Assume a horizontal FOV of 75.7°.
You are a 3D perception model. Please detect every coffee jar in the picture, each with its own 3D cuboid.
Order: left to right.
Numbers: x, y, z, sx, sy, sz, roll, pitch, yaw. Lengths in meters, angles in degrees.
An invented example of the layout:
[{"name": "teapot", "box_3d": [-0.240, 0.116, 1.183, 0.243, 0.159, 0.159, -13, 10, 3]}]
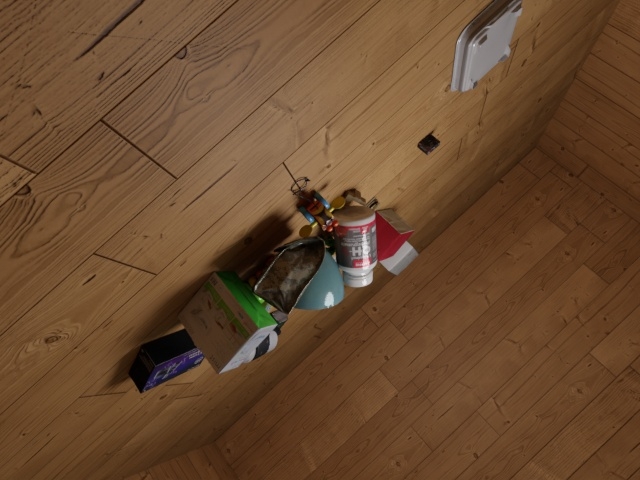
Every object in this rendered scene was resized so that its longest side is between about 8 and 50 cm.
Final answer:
[{"name": "coffee jar", "box_3d": [-0.254, 0.452, 2.166, 0.096, 0.079, 0.184, -16, 146, -57]}]

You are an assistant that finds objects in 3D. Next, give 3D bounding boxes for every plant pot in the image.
[{"name": "plant pot", "box_3d": [-0.043, 0.131, 1.696, 0.290, 0.291, 0.195, -21, 120, -46]}]

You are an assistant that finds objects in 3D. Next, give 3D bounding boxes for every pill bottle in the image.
[{"name": "pill bottle", "box_3d": [0.148, 0.027, 1.728, 0.177, 0.177, 0.318, -27, 122, -37]}]

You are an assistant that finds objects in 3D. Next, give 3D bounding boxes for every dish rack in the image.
[{"name": "dish rack", "box_3d": [0.601, -0.695, 1.476, 0.286, 0.072, 0.333, -42, 159, -1]}]

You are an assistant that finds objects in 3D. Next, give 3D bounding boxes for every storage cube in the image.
[{"name": "storage cube", "box_3d": [0.336, -0.033, 2.143, 0.215, 0.183, 0.193, -12, 143, -55]}]

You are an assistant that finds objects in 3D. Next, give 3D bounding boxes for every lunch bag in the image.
[{"name": "lunch bag", "box_3d": [-0.106, 0.100, 1.452, 0.286, 0.169, 0.235, -55, -174, -11]}]

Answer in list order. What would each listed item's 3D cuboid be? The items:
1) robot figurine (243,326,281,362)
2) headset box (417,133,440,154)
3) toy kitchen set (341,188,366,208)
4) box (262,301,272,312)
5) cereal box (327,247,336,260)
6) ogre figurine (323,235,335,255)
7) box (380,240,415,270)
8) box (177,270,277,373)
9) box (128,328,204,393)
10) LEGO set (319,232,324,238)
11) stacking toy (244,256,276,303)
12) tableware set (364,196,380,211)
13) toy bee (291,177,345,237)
[{"name": "robot figurine", "box_3d": [-0.319, 0.468, 1.952, 0.278, 0.174, 0.208, -16, 104, -52]}, {"name": "headset box", "box_3d": [0.469, -0.417, 1.794, 0.083, 0.062, 0.032, -39, 159, -9]}, {"name": "toy kitchen set", "box_3d": [0.130, -0.161, 1.676, 0.075, 0.084, 0.068, -56, -162, 32]}, {"name": "box", "box_3d": [-0.231, 0.233, 1.707, 0.043, 0.105, 0.179, -4, 143, -36]}, {"name": "cereal box", "box_3d": [0.031, 0.120, 2.075, 0.173, 0.047, 0.240, -20, 150, -47]}, {"name": "ogre figurine", "box_3d": [0.071, 0.008, 1.846, 0.118, 0.097, 0.196, 89, 23, -60]}, {"name": "box", "box_3d": [0.494, 0.087, 2.701, 0.215, 0.168, 0.345, -46, 159, 6]}, {"name": "box", "box_3d": [-0.325, 0.276, 1.414, 0.231, 0.262, 0.127, -49, 159, 14]}, {"name": "box", "box_3d": [-0.553, 0.435, 1.546, 0.261, 0.103, 0.184, -15, 149, -52]}, {"name": "LEGO set", "box_3d": [0.002, -0.001, 1.813, 0.054, 0.023, 0.083, -39, 159, -12]}, {"name": "stacking toy", "box_3d": [-0.257, 0.197, 1.597, 0.330, 0.141, 0.141, -49, 160, 0]}, {"name": "tableware set", "box_3d": [0.213, -0.114, 1.956, 0.194, 0.039, 0.128, -44, 160, 2]}, {"name": "toy bee", "box_3d": [-0.006, -0.081, 1.442, 0.195, 0.162, 0.298, -48, 159, 19]}]
